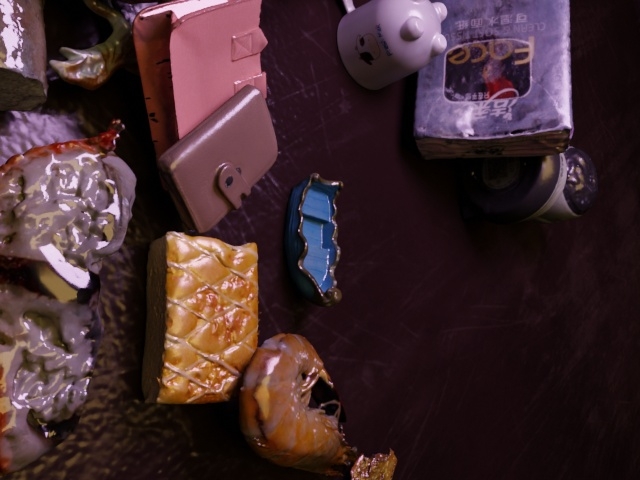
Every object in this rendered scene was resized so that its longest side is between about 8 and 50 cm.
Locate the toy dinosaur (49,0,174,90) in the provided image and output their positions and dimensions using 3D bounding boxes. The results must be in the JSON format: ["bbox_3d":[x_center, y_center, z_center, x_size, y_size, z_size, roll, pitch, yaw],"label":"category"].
[{"bbox_3d":[-0.156,-0.289,0.690,0.393,0.092,0.205,-21,95,-46],"label":"toy dinosaur"}]

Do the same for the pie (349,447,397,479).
[{"bbox_3d":[0.060,0.372,0.810,0.092,0.034,0.169,39,64,-34],"label":"pie"}]

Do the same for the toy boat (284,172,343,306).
[{"bbox_3d":[0.000,0.000,0.789,0.075,0.077,0.185,17,71,-41],"label":"toy boat"}]

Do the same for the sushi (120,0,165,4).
[{"bbox_3d":[-0.153,-0.325,0.575,0.241,0.108,0.161,-16,101,-38],"label":"sushi"}]

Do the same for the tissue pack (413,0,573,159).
[{"bbox_3d":[0.302,-0.322,1.003,0.122,0.260,0.361,41,53,-62],"label":"tissue pack"}]

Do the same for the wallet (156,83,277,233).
[{"bbox_3d":[-0.106,-0.089,0.640,0.152,0.039,0.118,-52,148,-28],"label":"wallet"}]

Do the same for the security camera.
[{"bbox_3d":[0.424,-0.115,1.127,0.277,0.191,0.196,10,74,-42],"label":"security camera"}]

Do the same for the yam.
[{"bbox_3d":[-0.312,-0.260,0.531,0.106,0.106,0.259,0,82,-43],"label":"yam"}]

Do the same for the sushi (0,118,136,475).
[{"bbox_3d":[-0.250,0.040,0.521,0.130,0.124,0.331,12,76,-30],"label":"sushi"}]

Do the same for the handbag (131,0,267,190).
[{"bbox_3d":[-0.124,-0.164,0.655,0.157,0.059,0.212,-40,143,-42],"label":"handbag"}]

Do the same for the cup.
[{"bbox_3d":[0.119,-0.349,0.919,0.134,0.142,0.173,-5,85,-43],"label":"cup"}]

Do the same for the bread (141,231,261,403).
[{"bbox_3d":[-0.135,0.090,0.654,0.126,0.068,0.188,10,76,-42],"label":"bread"}]

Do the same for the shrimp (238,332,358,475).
[{"bbox_3d":[-0.014,0.211,0.717,0.287,0.063,0.152,49,43,-49],"label":"shrimp"}]
